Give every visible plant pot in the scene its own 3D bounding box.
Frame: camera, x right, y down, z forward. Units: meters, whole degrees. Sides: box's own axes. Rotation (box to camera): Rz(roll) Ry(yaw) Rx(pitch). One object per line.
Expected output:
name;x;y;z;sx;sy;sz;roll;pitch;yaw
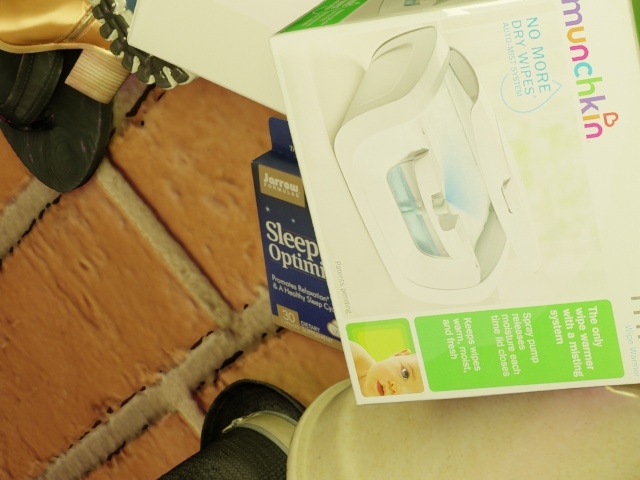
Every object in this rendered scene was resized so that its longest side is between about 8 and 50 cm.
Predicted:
plant pot;0.191;0.157;1.242;0.334;0.334;0.305;44;126;8

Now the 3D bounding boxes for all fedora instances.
fedora;-0.087;0.307;1.607;0.334;0.152;0.334;35;134;47

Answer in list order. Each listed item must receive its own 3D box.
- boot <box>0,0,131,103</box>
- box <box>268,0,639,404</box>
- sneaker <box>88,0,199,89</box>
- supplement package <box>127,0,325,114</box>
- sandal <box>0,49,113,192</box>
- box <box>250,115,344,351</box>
boot;-0.239;-0.236;1.425;0.197;0.073;0.152;27;100;-17
box;0.119;-0.040;1.008;0.231;0.127;0.262;-6;109;22
sneaker;-0.170;-0.279;1.350;0.330;0.147;0.130;54;130;9
supplement package;0.036;-0.191;1.145;0.293;0.177;0.175;24;123;7
sandal;-0.306;-0.239;1.519;0.168;0.107;0.445;21;128;29
box;0.000;0.000;1.466;0.136;0.036;0.225;20;128;38
